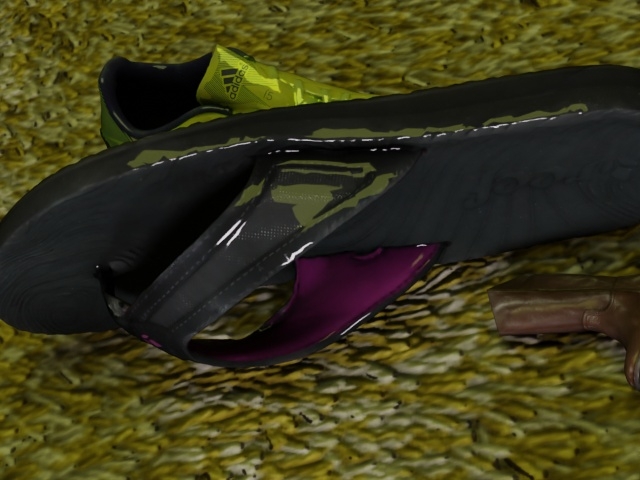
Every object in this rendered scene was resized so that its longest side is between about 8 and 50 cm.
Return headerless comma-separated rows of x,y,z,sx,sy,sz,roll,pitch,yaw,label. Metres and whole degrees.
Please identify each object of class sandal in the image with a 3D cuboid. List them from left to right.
0.001,-0.002,1.142,0.445,0.167,0.107,-13,55,11,sandal

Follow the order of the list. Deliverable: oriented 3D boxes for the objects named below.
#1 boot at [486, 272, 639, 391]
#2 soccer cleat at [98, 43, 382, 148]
0.145,0.051,1.097,0.114,0.037,0.106,1,29,22,boot
-0.026,-0.076,1.268,0.289,0.121,0.093,3,43,29,soccer cleat
